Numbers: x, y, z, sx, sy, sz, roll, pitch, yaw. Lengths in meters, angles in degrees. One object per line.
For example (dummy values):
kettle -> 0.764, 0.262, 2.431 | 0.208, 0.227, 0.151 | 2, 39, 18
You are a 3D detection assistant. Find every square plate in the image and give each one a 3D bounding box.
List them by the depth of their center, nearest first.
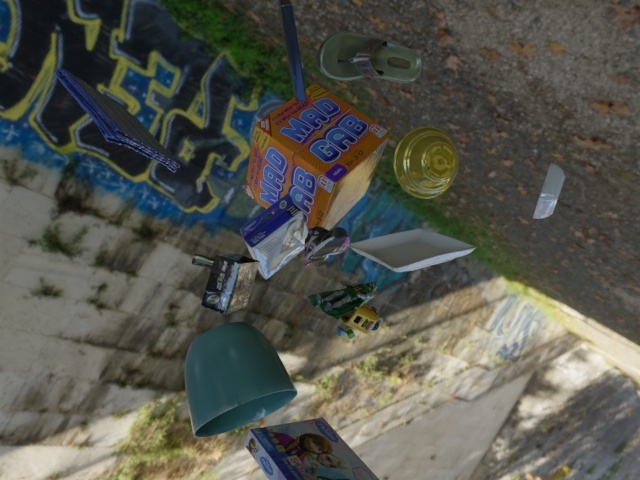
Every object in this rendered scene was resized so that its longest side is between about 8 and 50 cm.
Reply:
square plate -> 0.328, 0.037, 1.903 | 0.347, 0.049, 0.344 | -13, -162, -23

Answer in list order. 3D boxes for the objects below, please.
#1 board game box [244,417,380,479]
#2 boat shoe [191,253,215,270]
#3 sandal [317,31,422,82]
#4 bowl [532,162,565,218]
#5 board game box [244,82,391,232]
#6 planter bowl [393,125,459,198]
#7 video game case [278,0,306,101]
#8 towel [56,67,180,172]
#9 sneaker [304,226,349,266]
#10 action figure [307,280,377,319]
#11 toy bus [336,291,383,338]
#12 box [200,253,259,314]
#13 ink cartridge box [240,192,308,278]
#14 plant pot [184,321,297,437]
board game box -> -0.024, 0.692, 1.603 | 0.317, 0.066, 0.318 | 9, -161, -43
boat shoe -> -0.434, 0.096, 2.041 | 0.152, 0.049, 0.056 | 21, -176, -14
sandal -> 0.136, -0.469, 1.322 | 0.302, 0.120, 0.086 | -4, -166, -20
bowl -> 0.682, -0.141, 1.536 | 0.053, 0.142, 0.142 | 20, 159, 22
board game box -> -0.020, -0.286, 1.929 | 0.356, 0.356, 0.357 | 36, 144, 12
planter bowl -> 0.332, -0.229, 1.519 | 0.217, 0.217, 0.090 | 32, 178, -18
video game case -> -0.088, -0.587, 1.517 | 0.248, 0.035, 0.275 | -100, 1, -49
towel -> -0.520, -0.302, 1.354 | 0.243, 0.040, 0.336 | 47, -177, 12
sneaker -> 0.000, 0.000, 1.152 | 0.071, 0.077, 0.178 | -3, 162, -30
action figure -> 0.092, 0.169, 1.606 | 0.232, 0.064, 0.137 | -14, -142, -41
toy bus -> 0.167, 0.302, 1.977 | 0.104, 0.202, 0.191 | -130, 28, -56
box -> -0.252, 0.119, 1.466 | 0.077, 0.148, 0.180 | 18, -177, 10
ink cartridge box -> -0.143, -0.013, 1.744 | 0.045, 0.223, 0.224 | 32, 153, 40
plant pot -> -0.239, 0.368, 1.427 | 0.293, 0.293, 0.235 | 27, -146, -59
